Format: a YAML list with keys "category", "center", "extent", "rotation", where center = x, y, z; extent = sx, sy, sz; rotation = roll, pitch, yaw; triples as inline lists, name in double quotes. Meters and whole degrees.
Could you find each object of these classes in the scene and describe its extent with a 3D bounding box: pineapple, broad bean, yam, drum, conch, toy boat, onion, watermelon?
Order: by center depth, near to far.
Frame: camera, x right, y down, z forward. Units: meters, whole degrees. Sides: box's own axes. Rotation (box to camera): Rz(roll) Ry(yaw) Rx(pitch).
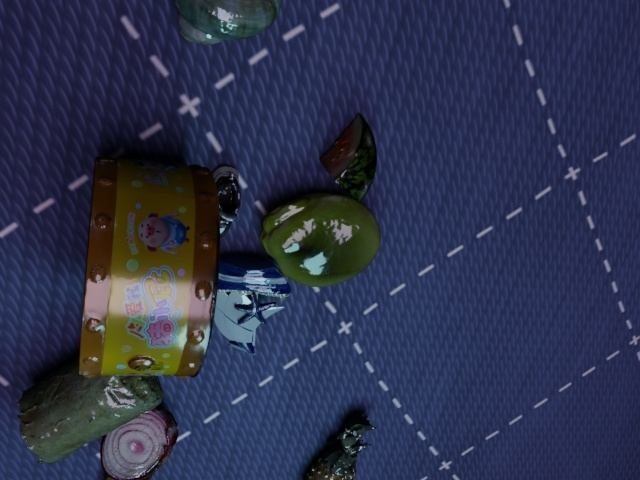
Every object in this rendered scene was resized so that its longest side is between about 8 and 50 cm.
- category: "conch"
  center: [-0.174, -0.461, 1.180]
  extent: [0.220, 0.195, 0.277]
  rotation: [35, 127, -10]
- category: "drum"
  center: [-0.337, 0.050, 1.251]
  extent: [0.214, 0.431, 0.431]
  rotation: [4, 116, -20]
- category: "watermelon"
  center: [0.084, -0.183, 1.447]
  extent: [0.137, 0.193, 0.145]
  rotation: [44, 97, 13]
- category: "yam"
  center: [-0.516, 0.352, 1.477]
  extent: [0.300, 0.195, 0.195]
  rotation: [-30, 123, -1]
- category: "broad bean"
  center: [0.000, 0.000, 1.507]
  extent: [0.291, 0.119, 0.238]
  rotation: [8, 116, -22]
- category: "toy boat"
  center: [-0.163, 0.154, 1.549]
  extent: [0.210, 0.070, 0.291]
  rotation: [-13, 122, 12]
- category: "onion"
  center: [-0.463, 0.472, 1.605]
  extent: [0.218, 0.140, 0.195]
  rotation: [38, 81, 8]
- category: "pineapple"
  center: [0.055, 0.628, 1.849]
  extent: [0.170, 0.141, 0.310]
  rotation: [-2, 121, -61]

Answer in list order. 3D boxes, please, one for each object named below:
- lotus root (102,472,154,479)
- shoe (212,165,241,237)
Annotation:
- category: "lotus root"
  center: [-0.488, 0.601, 1.687]
  extent: [0.179, 0.080, 0.089]
  rotation: [-43, 120, 6]
- category: "shoe"
  center: [-0.208, -0.068, 1.412]
  extent: [0.071, 0.099, 0.169]
  rotation: [5, 116, -24]
